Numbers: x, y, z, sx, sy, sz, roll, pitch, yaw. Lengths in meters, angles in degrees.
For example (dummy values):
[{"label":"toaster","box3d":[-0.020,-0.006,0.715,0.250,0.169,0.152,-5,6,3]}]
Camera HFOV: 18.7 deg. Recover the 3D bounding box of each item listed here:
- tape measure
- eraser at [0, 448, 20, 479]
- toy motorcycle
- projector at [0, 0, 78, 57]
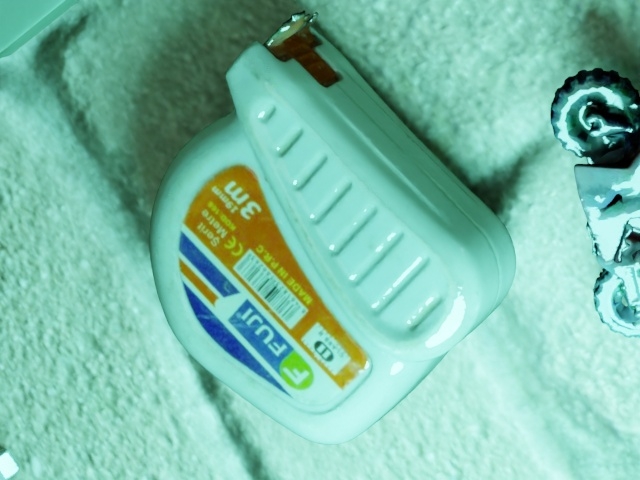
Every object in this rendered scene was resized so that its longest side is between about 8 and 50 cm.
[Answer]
[{"label":"tape measure","box3d":[0.000,0.000,1.465,0.258,0.130,0.265,46,121,5]},{"label":"eraser","box3d":[-0.308,0.206,1.697,0.099,0.019,0.027,-20,113,25]},{"label":"toy motorcycle","box3d":[0.241,-0.029,1.397,0.122,0.082,0.213,-6,116,21]},{"label":"projector","box3d":[-0.239,-0.304,1.479,0.259,0.079,0.257,-33,94,26]}]
